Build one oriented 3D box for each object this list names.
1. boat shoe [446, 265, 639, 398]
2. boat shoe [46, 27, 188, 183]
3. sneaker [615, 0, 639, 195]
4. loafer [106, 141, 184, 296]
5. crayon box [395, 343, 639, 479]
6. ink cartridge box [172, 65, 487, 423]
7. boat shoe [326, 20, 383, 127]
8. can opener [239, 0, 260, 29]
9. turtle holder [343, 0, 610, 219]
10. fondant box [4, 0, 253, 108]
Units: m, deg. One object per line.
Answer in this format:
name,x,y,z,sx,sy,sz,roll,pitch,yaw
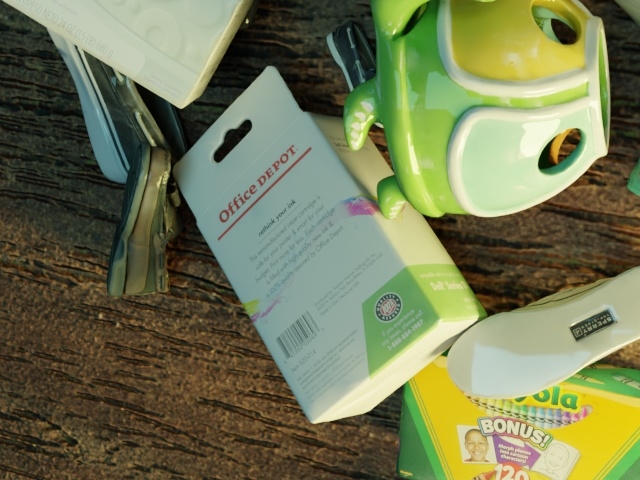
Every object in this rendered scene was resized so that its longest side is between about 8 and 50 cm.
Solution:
boat shoe,0.262,0.102,1.145,0.258,0.084,0.095,-19,81,10
boat shoe,-0.240,-0.235,1.293,0.119,0.121,0.335,-10,112,18
sneaker,0.351,-0.131,1.056,0.295,0.124,0.178,43,107,6
loafer,-0.203,-0.021,1.309,0.084,0.096,0.267,9,143,-15
crayon box,0.234,0.212,1.222,0.278,0.081,0.165,10,109,21
ink cartridge box,0.000,0.000,1.211,0.207,0.119,0.353,-42,68,27
boat shoe,0.053,-0.188,1.207,0.038,0.046,0.125,-30,83,32
can opener,-0.066,-0.329,1.207,0.073,0.059,0.186,16,110,3
turtle holder,0.159,-0.173,1.042,0.227,0.243,0.320,0,120,20
fondant box,-0.162,-0.344,1.134,0.238,0.096,0.330,31,107,-2
